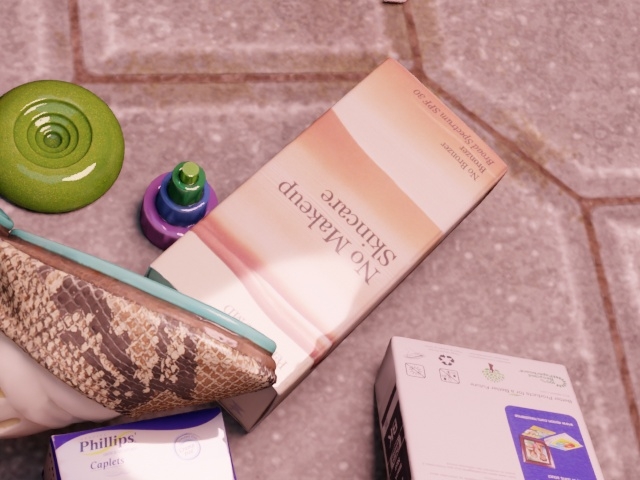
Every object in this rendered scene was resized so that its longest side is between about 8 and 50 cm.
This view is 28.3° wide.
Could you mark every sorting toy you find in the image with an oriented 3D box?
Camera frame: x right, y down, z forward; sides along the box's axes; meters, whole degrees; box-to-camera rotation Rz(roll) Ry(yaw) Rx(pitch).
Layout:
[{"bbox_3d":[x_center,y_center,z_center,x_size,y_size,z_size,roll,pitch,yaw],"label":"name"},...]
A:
[{"bbox_3d":[-0.245,-0.116,1.067,0.366,0.126,0.127,29,63,0],"label":"sorting toy"}]

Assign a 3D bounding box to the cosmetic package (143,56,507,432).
[{"bbox_3d":[0.000,0.000,1.079,0.153,0.129,0.296,43,64,5],"label":"cosmetic package"}]

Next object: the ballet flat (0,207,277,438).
[{"bbox_3d":[-0.260,0.038,0.955,0.483,0.164,0.182,31,82,21],"label":"ballet flat"}]

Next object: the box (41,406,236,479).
[{"bbox_3d":[-0.139,0.184,0.958,0.126,0.137,0.072,-8,71,-18],"label":"box"}]

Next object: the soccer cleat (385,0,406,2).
[{"bbox_3d":[0.066,-0.275,1.270,0.036,0.029,0.083,-14,76,-24],"label":"soccer cleat"}]

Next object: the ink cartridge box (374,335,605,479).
[{"bbox_3d":[0.139,0.205,0.972,0.165,0.065,0.332,12,30,-10],"label":"ink cartridge box"}]
